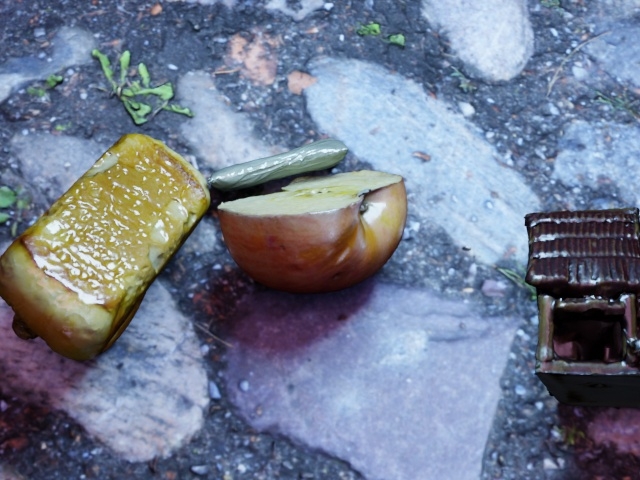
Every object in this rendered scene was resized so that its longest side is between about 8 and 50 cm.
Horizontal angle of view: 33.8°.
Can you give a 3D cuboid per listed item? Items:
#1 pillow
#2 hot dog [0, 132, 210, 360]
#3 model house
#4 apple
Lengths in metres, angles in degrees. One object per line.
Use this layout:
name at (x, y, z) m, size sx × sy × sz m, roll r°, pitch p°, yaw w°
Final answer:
pillow at (-0.070, -0.119, 1.689) m, size 0.229 × 0.148 × 0.050 m, roll -17°, pitch 90°, yaw -6°
hot dog at (-0.330, 0.026, 1.562) m, size 0.185 × 0.223 × 0.405 m, roll 36°, pitch 41°, yaw -3°
model house at (0.438, 0.079, 1.502) m, size 0.317 × 0.297 × 0.282 m, roll 1°, pitch 71°, yaw 4°
apple at (0.000, 0.000, 1.582) m, size 0.251 × 0.163 × 0.293 m, roll 6°, pitch 20°, yaw 43°
